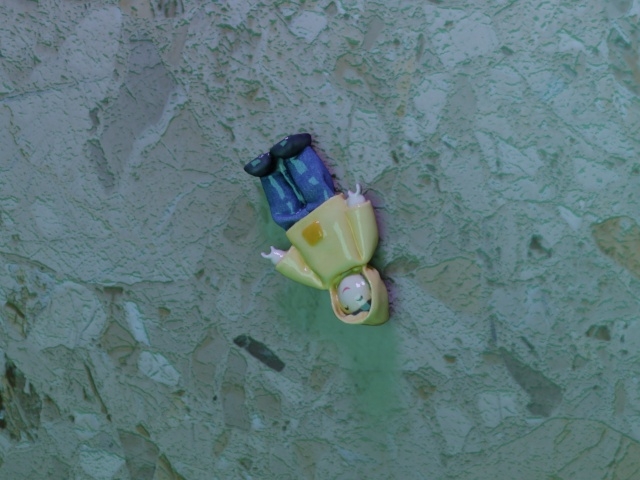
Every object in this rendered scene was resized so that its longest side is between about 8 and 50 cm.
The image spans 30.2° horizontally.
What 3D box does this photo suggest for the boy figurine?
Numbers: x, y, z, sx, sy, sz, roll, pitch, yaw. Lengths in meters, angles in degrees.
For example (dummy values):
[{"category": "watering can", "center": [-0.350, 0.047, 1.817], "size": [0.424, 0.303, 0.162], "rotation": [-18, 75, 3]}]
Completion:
[{"category": "boy figurine", "center": [0.000, 0.000, 1.643], "size": [0.177, 0.092, 0.285], "rotation": [-29, 85, 20]}]
